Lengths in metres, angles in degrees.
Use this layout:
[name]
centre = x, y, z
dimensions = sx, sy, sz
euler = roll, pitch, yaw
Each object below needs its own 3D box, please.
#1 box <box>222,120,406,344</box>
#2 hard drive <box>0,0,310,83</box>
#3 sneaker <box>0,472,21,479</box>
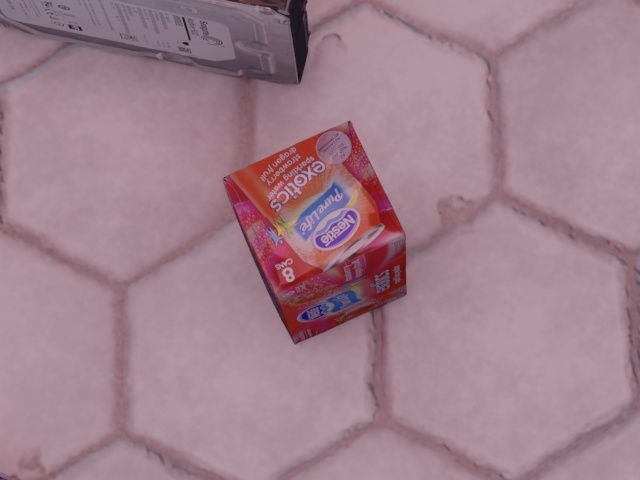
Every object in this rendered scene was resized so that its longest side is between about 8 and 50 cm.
[box]
centre = 0.000, 0.000, 1.553
dimensions = 0.128, 0.257, 0.123
euler = -24, 77, -3
[hard drive]
centre = -0.182, -0.238, 1.619
dimensions = 0.338, 0.237, 0.064
euler = 11, 79, 3
[sneaker]
centre = -0.343, 0.243, 1.609
dimensions = 0.170, 0.071, 0.068
euler = 26, 80, 6
